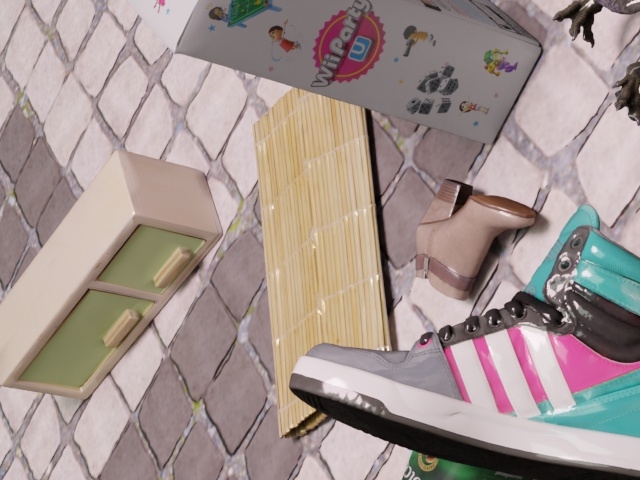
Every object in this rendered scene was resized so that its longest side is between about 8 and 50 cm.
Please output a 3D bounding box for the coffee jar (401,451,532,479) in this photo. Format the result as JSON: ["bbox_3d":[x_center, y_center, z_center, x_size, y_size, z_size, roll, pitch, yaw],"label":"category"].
[{"bbox_3d":[0.101,0.186,1.393,0.096,0.079,0.184,38,110,52],"label":"coffee jar"}]

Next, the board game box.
[{"bbox_3d":[-0.011,-0.195,1.479,0.097,0.303,0.224,-63,37,18],"label":"board game box"}]

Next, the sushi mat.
[{"bbox_3d":[0.000,0.000,1.644,0.151,0.019,0.316,-34,52,45],"label":"sushi mat"}]

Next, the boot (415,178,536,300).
[{"bbox_3d":[0.117,0.004,1.471,0.118,0.042,0.087,27,107,55],"label":"boot"}]

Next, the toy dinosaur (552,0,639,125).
[{"bbox_3d":[0.237,-0.161,1.344,0.118,0.064,0.268,-45,44,27],"label":"toy dinosaur"}]

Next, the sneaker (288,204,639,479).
[{"bbox_3d":[0.137,0.061,1.278,0.295,0.124,0.178,11,74,14],"label":"sneaker"}]

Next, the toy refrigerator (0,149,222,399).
[{"bbox_3d":[-0.214,0.042,1.854,0.269,0.102,0.094,-49,44,32],"label":"toy refrigerator"}]
